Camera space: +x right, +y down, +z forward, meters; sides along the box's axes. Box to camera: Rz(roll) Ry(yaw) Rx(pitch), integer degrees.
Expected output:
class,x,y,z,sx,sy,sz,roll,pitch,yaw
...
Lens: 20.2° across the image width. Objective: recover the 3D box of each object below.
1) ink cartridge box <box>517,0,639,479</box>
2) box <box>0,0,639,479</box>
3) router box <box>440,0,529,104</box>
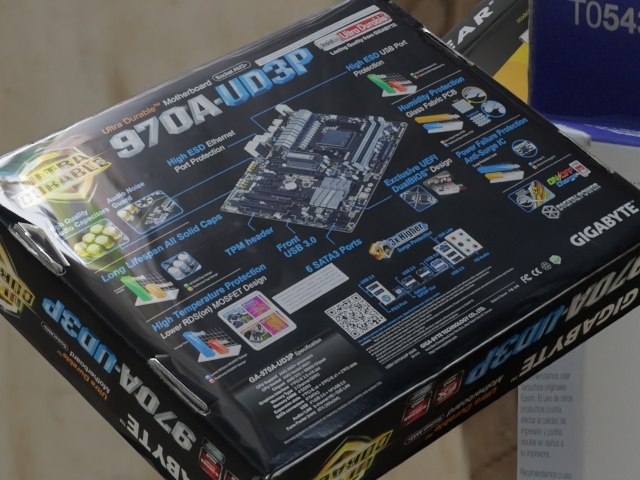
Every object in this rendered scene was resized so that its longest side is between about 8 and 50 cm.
class,x,y,z,sx,sy,sz,roll,pitch,yaw
ink cartridge box,0.250,0.041,0.897,0.071,0.324,0.330,-7,80,64
box,0.000,0.000,0.688,0.175,0.220,0.051,40,141,27
router box,0.117,-0.075,1.184,0.179,0.133,0.046,-43,26,12
